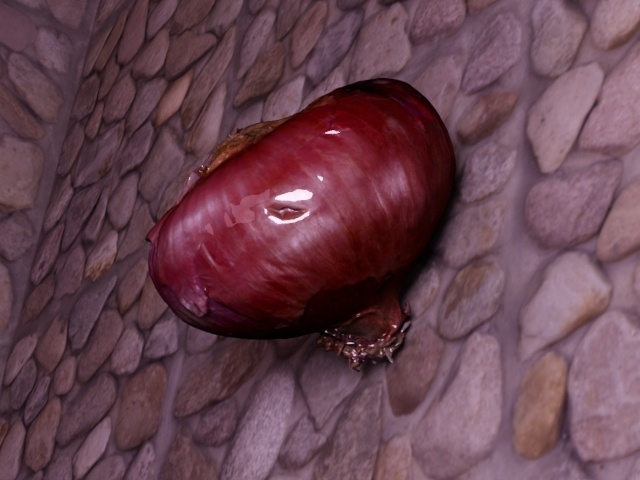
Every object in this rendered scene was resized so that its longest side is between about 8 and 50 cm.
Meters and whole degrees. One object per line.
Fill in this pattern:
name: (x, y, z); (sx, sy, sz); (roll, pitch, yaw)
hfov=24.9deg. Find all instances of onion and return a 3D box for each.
onion: (0.000, 0.000, 1.477); (0.347, 0.285, 0.347); (-31, 1, 1)
